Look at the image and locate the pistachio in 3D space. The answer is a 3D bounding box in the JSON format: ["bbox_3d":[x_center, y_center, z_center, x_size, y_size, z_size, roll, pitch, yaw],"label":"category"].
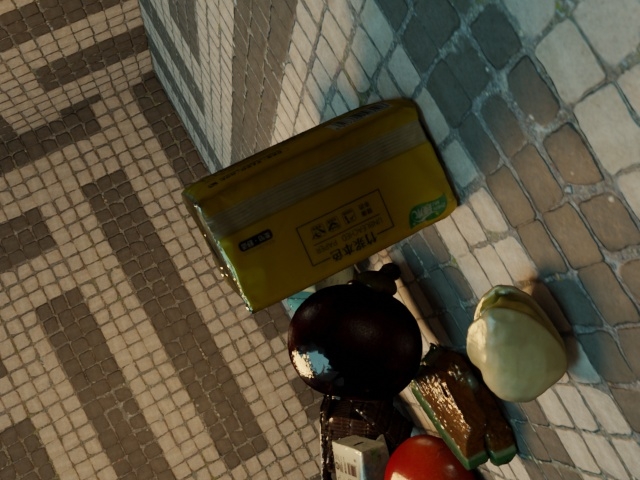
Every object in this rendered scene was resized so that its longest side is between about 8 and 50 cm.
[{"bbox_3d":[0.294,0.151,0.990,0.145,0.117,0.200,8,127,27],"label":"pistachio"}]

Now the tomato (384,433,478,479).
[{"bbox_3d":[0.302,0.684,1.812,0.298,0.226,0.298,53,164,22],"label":"tomato"}]

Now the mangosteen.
[{"bbox_3d":[0.078,0.207,1.451,0.297,0.297,0.293,42,123,58],"label":"mangosteen"}]

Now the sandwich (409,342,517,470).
[{"bbox_3d":[0.293,0.349,1.401,0.292,0.109,0.212,60,168,13],"label":"sandwich"}]

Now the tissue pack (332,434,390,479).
[{"bbox_3d":[0.143,0.691,1.943,0.159,0.145,0.229,-7,90,57],"label":"tissue pack"}]

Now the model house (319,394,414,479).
[{"bbox_3d":[0.157,0.612,2.137,0.317,0.283,0.296,-54,-41,-70],"label":"model house"}]

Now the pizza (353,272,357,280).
[{"bbox_3d":[0.090,0.140,1.886,0.198,0.062,0.188,59,165,20],"label":"pizza"}]

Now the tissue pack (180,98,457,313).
[{"bbox_3d":[-0.016,-0.065,1.137,0.228,0.382,0.293,67,167,-14],"label":"tissue pack"}]

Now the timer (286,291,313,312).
[{"bbox_3d":[0.035,0.250,2.180,0.232,0.091,0.250,-6,125,50],"label":"timer"}]

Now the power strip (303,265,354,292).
[{"bbox_3d":[0.013,0.086,1.655,0.385,0.063,0.091,17,-100,-74],"label":"power strip"}]
